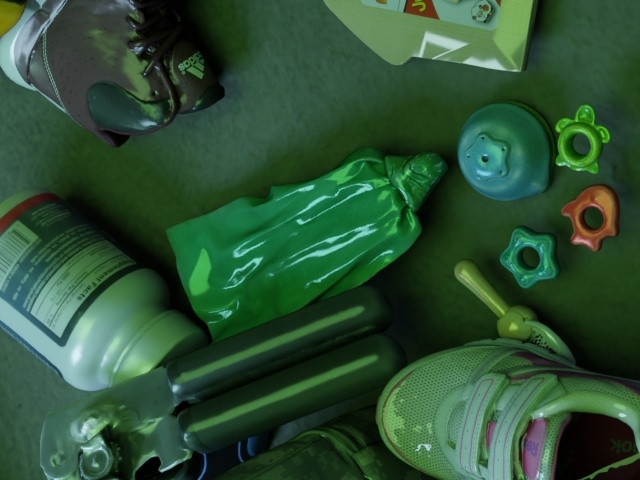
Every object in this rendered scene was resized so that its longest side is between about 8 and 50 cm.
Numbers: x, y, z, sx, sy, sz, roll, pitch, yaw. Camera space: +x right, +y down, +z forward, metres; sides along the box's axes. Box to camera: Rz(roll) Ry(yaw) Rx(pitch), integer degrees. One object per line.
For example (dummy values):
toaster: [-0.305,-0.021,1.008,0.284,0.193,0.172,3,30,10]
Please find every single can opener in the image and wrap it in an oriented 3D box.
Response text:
can opener: [-0.068,0.118,1.270,0.283,0.095,0.076,-22,64,13]

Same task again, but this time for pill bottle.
pill bottle: [-0.177,0.050,1.356,0.180,0.108,0.108,37,115,20]

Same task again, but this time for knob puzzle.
knob puzzle: [0.067,-0.215,1.211,0.213,0.030,0.213,6,103,29]

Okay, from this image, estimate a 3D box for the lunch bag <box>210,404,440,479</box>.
lunch bag: [-0.002,0.285,1.210,0.212,0.256,0.305,-36,80,30]

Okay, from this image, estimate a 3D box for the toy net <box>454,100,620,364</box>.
toy net: [0.149,0.023,1.201,0.122,0.045,0.232,1,101,28]

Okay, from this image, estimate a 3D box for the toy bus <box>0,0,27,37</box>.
toy bus: [-0.353,-0.185,1.373,0.333,0.108,0.130,-10,76,49]

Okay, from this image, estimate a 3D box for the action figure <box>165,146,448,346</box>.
action figure: [0.000,0.000,1.269,0.232,0.063,0.137,-33,80,34]

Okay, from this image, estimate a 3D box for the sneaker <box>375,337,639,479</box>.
sneaker: [0.139,0.118,1.124,0.252,0.111,0.103,3,92,32]

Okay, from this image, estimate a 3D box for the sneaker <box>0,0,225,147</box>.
sneaker: [-0.112,-0.181,1.291,0.162,0.106,0.281,43,128,11]

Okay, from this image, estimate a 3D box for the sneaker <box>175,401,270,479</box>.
sneaker: [-0.125,0.194,1.361,0.081,0.090,0.232,44,118,16]
